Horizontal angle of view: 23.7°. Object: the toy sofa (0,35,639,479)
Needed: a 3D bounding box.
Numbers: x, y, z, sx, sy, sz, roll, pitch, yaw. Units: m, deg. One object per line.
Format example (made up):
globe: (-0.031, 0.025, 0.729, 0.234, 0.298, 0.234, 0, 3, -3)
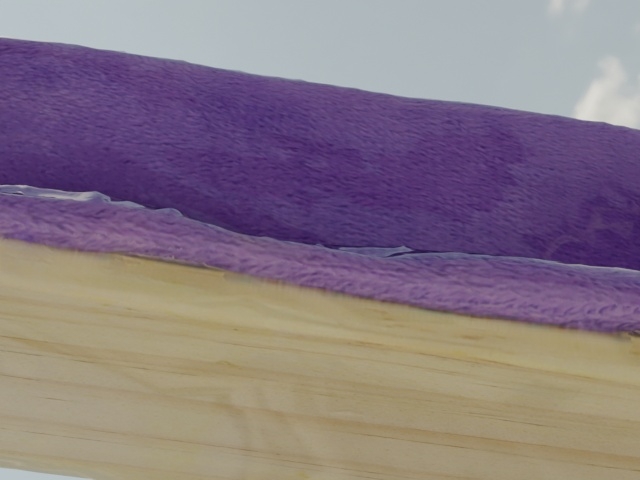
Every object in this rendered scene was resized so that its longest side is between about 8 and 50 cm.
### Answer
toy sofa: (0.000, 0.000, 0.463, 0.177, 0.363, 0.150, 105, 172, -57)
